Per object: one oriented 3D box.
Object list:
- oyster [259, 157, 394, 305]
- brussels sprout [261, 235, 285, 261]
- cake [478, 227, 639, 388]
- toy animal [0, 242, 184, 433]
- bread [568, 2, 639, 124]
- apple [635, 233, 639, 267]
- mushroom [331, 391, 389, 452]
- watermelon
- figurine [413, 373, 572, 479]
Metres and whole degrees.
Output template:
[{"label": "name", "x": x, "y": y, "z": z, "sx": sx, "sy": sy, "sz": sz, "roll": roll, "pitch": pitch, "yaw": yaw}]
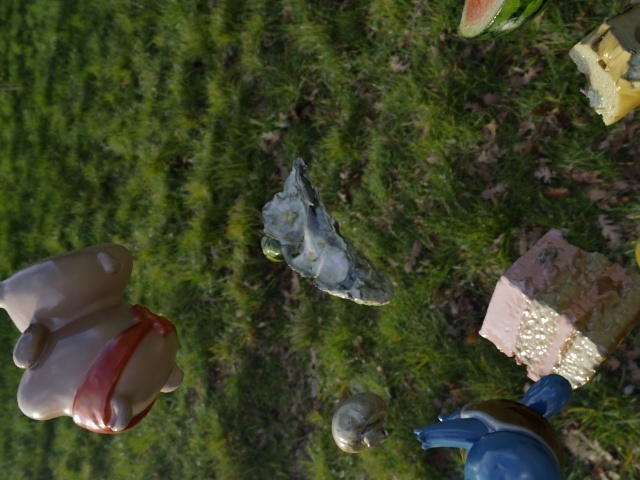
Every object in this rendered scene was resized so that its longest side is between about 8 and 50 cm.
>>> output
[{"label": "oyster", "x": -0.003, "y": -0.002, "z": 0.554, "sx": 0.106, "sy": 0.061, "sz": 0.199, "roll": -44, "pitch": 51, "yaw": 36}, {"label": "brussels sprout", "x": -0.071, "y": 0.008, "z": 0.908, "sx": 0.083, "sy": 0.051, "sz": 0.046, "roll": 89, "pitch": -179, "yaw": -78}, {"label": "cake", "x": 0.628, "y": 0.193, "z": 1.470, "sx": 0.307, "sy": 0.314, "sz": 0.293, "roll": 38, "pitch": 139, "yaw": 29}, {"label": "toy animal", "x": -0.236, "y": 0.106, "z": 0.601, "sx": 0.197, "sy": 0.171, "sz": 0.171, "roll": 61, "pitch": 144, "yaw": 6}, {"label": "bread", "x": 0.629, "y": -0.376, "z": 1.115, "sx": 0.224, "sy": 0.211, "sz": 0.183, "roll": -39, "pitch": 82, "yaw": 13}, {"label": "apple", "x": 0.760, "y": 0.013, "z": 1.069, "sx": 0.264, "sy": 0.264, "sz": 0.264, "roll": 25, "pitch": 121, "yaw": 49}, {"label": "mushroom", "x": 0.108, "y": 0.473, "z": 1.456, "sx": 0.127, "sy": 0.166, "sz": 0.166, "roll": 31, "pitch": 126, "yaw": 44}, {"label": "watermelon", "x": 0.337, "y": -0.448, "z": 0.880, "sx": 0.159, "sy": 0.129, "sz": 0.303, "roll": -106, "pitch": 24, "yaw": -53}, {"label": "figurine", "x": 0.341, "y": 0.388, "z": 1.002, "sx": 0.243, "sy": 0.416, "sz": 0.298, "roll": -45, "pitch": 76, "yaw": 26}]
